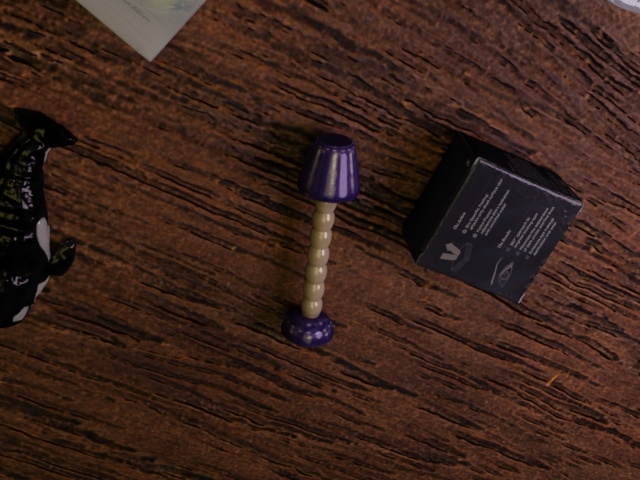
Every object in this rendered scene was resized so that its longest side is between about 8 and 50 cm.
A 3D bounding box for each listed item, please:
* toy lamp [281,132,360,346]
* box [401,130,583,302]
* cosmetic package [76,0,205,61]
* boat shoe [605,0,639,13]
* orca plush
[{"bbox_3d":[0.000,0.000,1.154,0.080,0.080,0.275,4,120,-9],"label":"toy lamp"},{"bbox_3d":[0.211,-0.028,1.153,0.158,0.093,0.156,21,114,-18],"label":"box"},{"bbox_3d":[-0.180,-0.345,0.911,0.224,0.138,0.224,39,106,-24],"label":"cosmetic package"},{"bbox_3d":[0.273,-0.357,0.984,0.302,0.094,0.109,33,112,-20],"label":"boat shoe"},{"bbox_3d":[-0.358,-0.002,1.089,0.151,0.102,0.287,27,111,-20],"label":"orca plush"}]
